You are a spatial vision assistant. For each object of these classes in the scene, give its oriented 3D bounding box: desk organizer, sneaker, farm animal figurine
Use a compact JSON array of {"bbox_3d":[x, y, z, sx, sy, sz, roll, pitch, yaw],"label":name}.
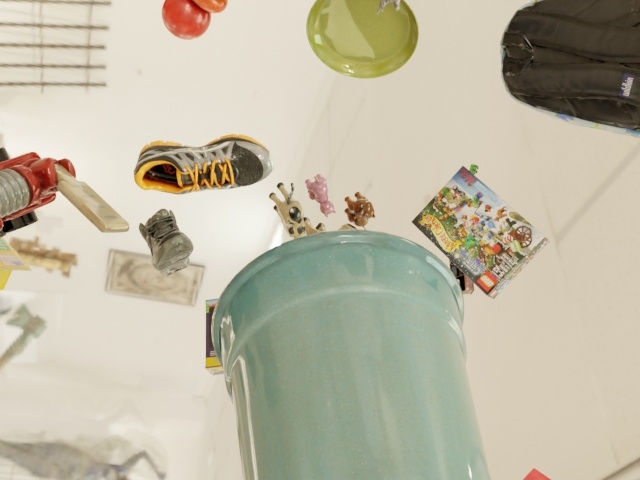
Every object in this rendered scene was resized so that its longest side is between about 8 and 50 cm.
[{"bbox_3d":[0.361,0.073,1.845,0.047,0.050,0.130,85,4,-72],"label":"desk organizer"},{"bbox_3d":[-0.316,-0.006,1.443,0.130,0.087,0.227,62,-12,3],"label":"sneaker"},{"bbox_3d":[-0.174,-0.102,1.060,0.083,0.215,0.084,-75,159,-59],"label":"sneaker"},{"bbox_3d":[0.000,0.000,1.872,0.172,0.331,0.326,55,-49,37],"label":"farm animal figurine"}]

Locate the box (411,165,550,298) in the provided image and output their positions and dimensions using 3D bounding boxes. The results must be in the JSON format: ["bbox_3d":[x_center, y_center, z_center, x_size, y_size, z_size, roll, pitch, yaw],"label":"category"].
[{"bbox_3d":[0.317,-0.019,1.443,0.159,0.044,0.233,-48,-122,10],"label":"box"}]

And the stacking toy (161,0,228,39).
[{"bbox_3d":[-0.162,-0.481,1.250,0.330,0.141,0.141,-38,-144,30],"label":"stacking toy"}]

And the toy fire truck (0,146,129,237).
[{"bbox_3d":[-0.398,-0.045,0.932,0.217,0.247,0.158,-40,114,-57],"label":"toy fire truck"}]

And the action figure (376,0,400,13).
[{"bbox_3d":[0.103,-0.481,1.246,0.276,0.164,0.140,19,-105,55],"label":"action figure"}]

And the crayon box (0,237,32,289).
[{"bbox_3d":[-0.683,-0.006,1.258,0.323,0.203,0.083,37,-74,32],"label":"crayon box"}]

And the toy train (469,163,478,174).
[{"bbox_3d":[0.412,-0.172,1.969,0.024,0.017,0.083,40,-52,43],"label":"toy train"}]

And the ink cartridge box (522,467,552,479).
[{"bbox_3d":[0.438,0.516,1.326,0.134,0.078,0.231,28,-26,49],"label":"ink cartridge box"}]

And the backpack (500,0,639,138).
[{"bbox_3d":[0.524,-0.347,1.376,0.273,0.356,0.289,-45,139,-64],"label":"backpack"}]

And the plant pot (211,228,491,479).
[{"bbox_3d":[0.044,0.222,0.841,0.334,0.342,0.341,-101,-156,-50],"label":"plant pot"}]

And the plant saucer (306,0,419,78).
[{"bbox_3d":[0.091,-0.453,1.536,0.241,0.241,0.037,117,-12,-51],"label":"plant saucer"}]

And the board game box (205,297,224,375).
[{"bbox_3d":[-0.129,0.172,1.351,0.048,0.171,0.141,69,15,-61],"label":"board game box"}]
